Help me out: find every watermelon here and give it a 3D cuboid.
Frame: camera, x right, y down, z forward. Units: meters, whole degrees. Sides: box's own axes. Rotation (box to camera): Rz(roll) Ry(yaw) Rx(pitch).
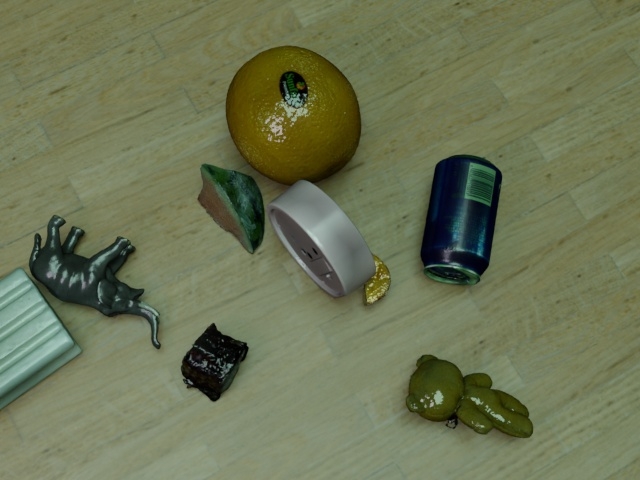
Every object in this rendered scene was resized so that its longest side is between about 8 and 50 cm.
[{"bbox_3d":[-0.138,-0.056,1.634,0.101,0.080,0.155,-20,68,-45],"label":"watermelon"}]

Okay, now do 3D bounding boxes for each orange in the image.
[{"bbox_3d":[-0.044,-0.204,1.595,0.236,0.236,0.236,1,73,-2],"label":"orange"}]

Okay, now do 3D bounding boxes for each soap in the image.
[{"bbox_3d":[-0.533,0.185,1.516,0.265,0.087,0.160,-36,77,-13],"label":"soap"}]

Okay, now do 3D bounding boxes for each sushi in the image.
[{"bbox_3d":[-0.170,0.191,1.537,0.084,0.098,0.094,31,55,3],"label":"sushi"}]

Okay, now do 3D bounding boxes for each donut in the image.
[{"bbox_3d":[0.082,0.065,1.608,0.067,0.038,0.083,-35,72,-10],"label":"donut"}]

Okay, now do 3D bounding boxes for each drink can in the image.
[{"bbox_3d":[0.233,-0.034,1.603,0.118,0.118,0.205,13,72,2],"label":"drink can"}]

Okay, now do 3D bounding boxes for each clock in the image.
[{"bbox_3d":[0.000,0.000,1.540,0.068,0.197,0.197,-39,78,-14],"label":"clock"}]

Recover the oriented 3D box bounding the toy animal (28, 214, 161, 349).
[{"bbox_3d":[-0.350,0.058,1.571,0.269,0.082,0.137,27,76,2],"label":"toy animal"}]

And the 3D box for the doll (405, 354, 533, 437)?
[{"bbox_3d":[0.233,0.264,1.529,0.209,0.097,0.137,24,35,-2],"label":"doll"}]
